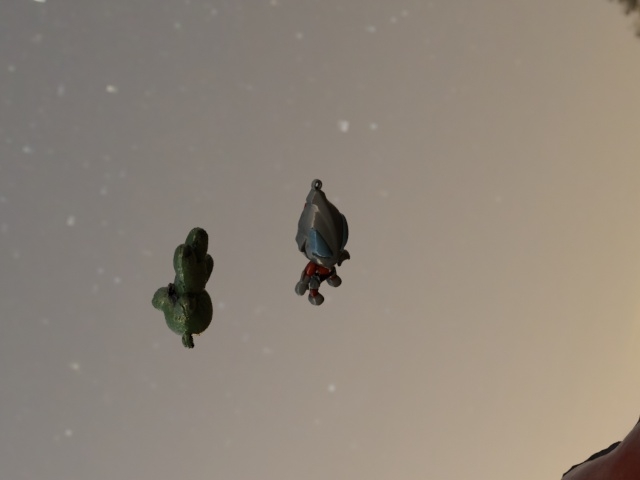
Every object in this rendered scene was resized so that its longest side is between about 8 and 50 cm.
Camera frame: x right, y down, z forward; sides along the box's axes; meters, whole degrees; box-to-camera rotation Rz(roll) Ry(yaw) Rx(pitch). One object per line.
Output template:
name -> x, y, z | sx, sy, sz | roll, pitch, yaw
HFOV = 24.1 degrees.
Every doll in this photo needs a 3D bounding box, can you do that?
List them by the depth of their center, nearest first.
doll -> 0.001, 0.001, 1.209 | 0.039, 0.057, 0.114 | -122, 22, -48
doll -> -0.168, 0.053, 1.866 | 0.115, 0.077, 0.150 | -73, -7, -54

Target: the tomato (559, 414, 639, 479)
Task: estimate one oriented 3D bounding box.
tomato -> 0.236, 0.224, 0.986 | 0.112, 0.199, 0.228 | -33, -16, -46
